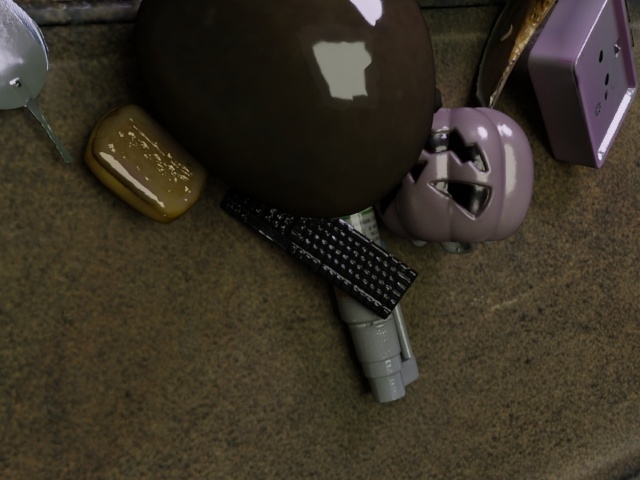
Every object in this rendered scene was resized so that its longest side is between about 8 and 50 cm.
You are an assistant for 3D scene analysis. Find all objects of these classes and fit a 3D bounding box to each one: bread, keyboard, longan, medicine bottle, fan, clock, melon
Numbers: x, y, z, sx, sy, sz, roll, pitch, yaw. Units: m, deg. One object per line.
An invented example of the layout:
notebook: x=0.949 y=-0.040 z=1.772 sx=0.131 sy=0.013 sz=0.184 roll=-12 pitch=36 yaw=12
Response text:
bread: x=-0.163 y=-0.068 z=0.851 sx=0.115 sy=0.056 sz=0.082 roll=38 pitch=64 yaw=-21
keyboard: x=0.000 y=0.000 z=0.933 sx=0.204 sy=0.013 sz=0.061 roll=35 pitch=93 yaw=-7
longan: x=-0.015 y=-0.161 z=0.831 sx=0.300 sy=0.243 sz=0.300 roll=15 pitch=58 yaw=-25
medicine bottle: x=0.057 y=0.060 z=0.995 sx=0.092 sy=0.061 sz=0.220 roll=-23 pitch=101 yaw=-51
fan: x=-0.265 y=-0.140 z=0.794 sx=0.175 sy=0.005 sz=0.113 roll=59 pitch=41 yaw=-18
clock: x=0.328 y=-0.205 z=1.140 sx=0.150 sy=0.063 sz=0.197 roll=-59 pitch=143 yaw=-21
melon: x=0.228 y=-0.223 z=1.107 sx=0.054 sy=0.098 sz=0.182 roll=29 pitch=89 yaw=-12

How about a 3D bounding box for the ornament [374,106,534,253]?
ornament: x=0.140 y=-0.060 z=0.986 sx=0.178 sy=0.177 sz=0.177 roll=2 pitch=87 yaw=-34
